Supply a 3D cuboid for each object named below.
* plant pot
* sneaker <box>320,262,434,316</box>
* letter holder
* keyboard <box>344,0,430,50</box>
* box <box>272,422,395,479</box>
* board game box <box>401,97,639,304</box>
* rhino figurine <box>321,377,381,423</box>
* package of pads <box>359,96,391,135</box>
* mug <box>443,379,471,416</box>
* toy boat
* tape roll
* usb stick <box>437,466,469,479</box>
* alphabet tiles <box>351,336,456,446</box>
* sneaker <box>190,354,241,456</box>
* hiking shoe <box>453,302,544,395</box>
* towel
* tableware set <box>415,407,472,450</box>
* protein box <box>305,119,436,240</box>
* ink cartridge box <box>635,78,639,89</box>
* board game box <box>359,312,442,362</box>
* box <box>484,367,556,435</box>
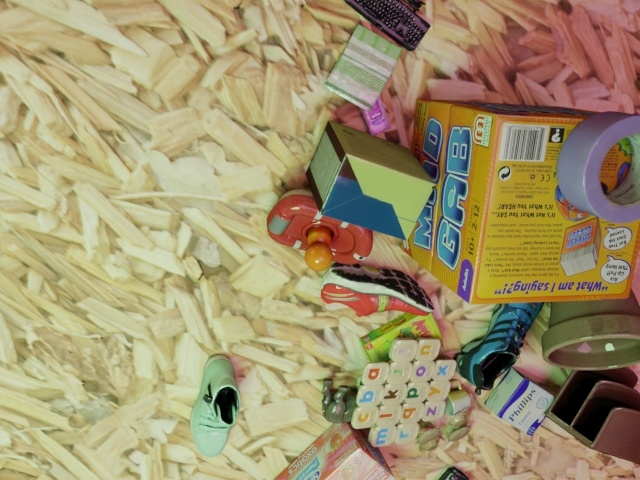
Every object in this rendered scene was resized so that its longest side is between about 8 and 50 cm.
[{"bbox_3d":[0.656,0.168,1.543,0.263,0.263,0.229,10,62,-17],"label":"plant pot"},{"bbox_3d":[0.129,0.131,1.495,0.279,0.107,0.118,17,120,-16],"label":"sneaker"},{"bbox_3d":[0.776,0.437,1.679,0.302,0.152,0.214,25,96,-35],"label":"letter holder"},{"bbox_3d":[0.149,-0.485,1.330,0.192,0.038,0.100,30,97,-22],"label":"keyboard"},{"bbox_3d":[0.011,0.601,1.562,0.300,0.154,0.142,-43,112,2],"label":"box"},{"bbox_3d":[0.413,-0.098,1.345,0.357,0.356,0.355,0,106,-15],"label":"board game box"},{"bbox_3d":[0.111,0.398,1.570,0.244,0.073,0.106,8,100,-24],"label":"rhino figurine"},{"bbox_3d":[0.116,-0.272,1.388,0.050,0.032,0.083,-25,111,-5],"label":"package of pads"},{"bbox_3d":[0.352,0.405,1.643,0.064,0.062,0.078,-13,117,-19],"label":"mug"},{"bbox_3d":[0.000,0.000,1.357,0.231,0.151,0.151,16,139,-18],"label":"toy boat"},{"bbox_3d":[0.522,-0.130,1.130,0.189,0.080,0.188,-5,108,-15],"label":"tape roll"},{"bbox_3d":[0.291,0.732,1.734,0.077,0.045,0.278,38,94,-15],"label":"usb stick"},{"bbox_3d":[0.203,0.366,1.550,0.278,0.021,0.283,3,106,-31],"label":"alphabet tiles"},{"bbox_3d":[-0.236,0.404,1.437,0.094,0.151,0.255,3,107,-17],"label":"sneaker"},{"bbox_3d":[0.468,0.244,1.584,0.113,0.132,0.304,34,96,-21],"label":"hiking shoe"},{"bbox_3d":[0.091,-0.360,1.345,0.113,0.023,0.151,28,91,-8],"label":"towel"},{"bbox_3d":[0.318,0.496,1.653,0.169,0.020,0.141,-20,140,-10],"label":"tableware set"},{"bbox_3d":[0.096,-0.127,1.323,0.200,0.201,0.135,16,115,-18],"label":"protein box"},{"bbox_3d":[0.880,-0.304,1.493,0.088,0.193,0.234,-43,113,-2],"label":"ink cartridge box"},{"bbox_3d":[0.196,0.239,1.558,0.181,0.043,0.092,-28,111,-5],"label":"board game box"},{"bbox_3d":[0.529,0.425,1.688,0.137,0.072,0.126,32,96,-21],"label":"box"}]
